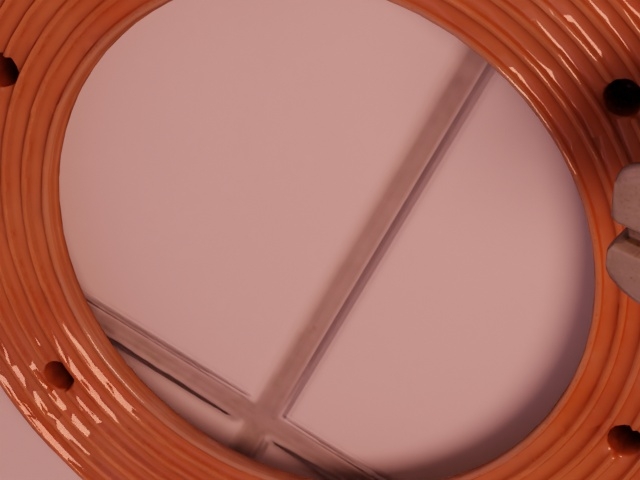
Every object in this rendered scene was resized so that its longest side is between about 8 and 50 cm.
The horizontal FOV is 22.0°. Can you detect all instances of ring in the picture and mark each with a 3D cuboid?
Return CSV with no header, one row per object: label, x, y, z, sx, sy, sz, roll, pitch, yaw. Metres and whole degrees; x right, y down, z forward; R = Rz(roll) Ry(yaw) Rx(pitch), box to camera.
ring,0.000,0.000,0.635,0.337,0.032,0.336,10,119,17

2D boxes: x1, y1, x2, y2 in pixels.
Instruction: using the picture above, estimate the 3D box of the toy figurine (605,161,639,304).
toy figurine,0.211,0.004,0.463,0.213,0.148,0.209,56,144,-2
